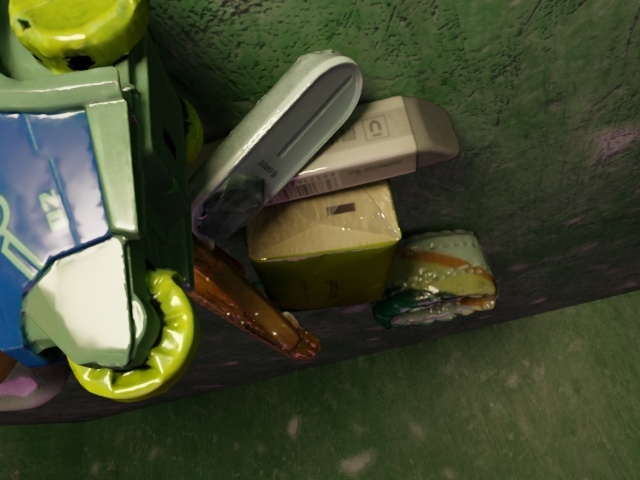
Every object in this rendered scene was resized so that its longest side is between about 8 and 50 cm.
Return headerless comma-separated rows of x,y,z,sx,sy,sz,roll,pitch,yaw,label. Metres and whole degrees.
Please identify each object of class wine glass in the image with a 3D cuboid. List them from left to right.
-0.527,0.201,0.954,0.323,0.238,0.238,-6,159,-34,wine glass

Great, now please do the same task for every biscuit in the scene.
-0.152,0.019,0.658,0.047,0.340,0.216,-48,-170,-13,biscuit
-0.167,0.090,0.812,0.379,0.054,0.094,35,162,-14,biscuit

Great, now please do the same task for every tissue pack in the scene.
0.000,0.000,0.768,0.200,0.167,0.274,-8,159,-2,tissue pack

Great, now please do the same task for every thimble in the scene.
0.246,0.090,1.101,0.288,0.167,0.254,-9,158,-1,thimble

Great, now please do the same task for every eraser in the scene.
-0.005,-0.106,0.617,0.352,0.089,0.061,-13,155,5,eraser

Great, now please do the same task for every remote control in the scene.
-0.053,-0.100,0.527,0.247,0.052,0.104,-46,159,4,remote control

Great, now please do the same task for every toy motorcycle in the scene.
-0.200,-0.037,0.384,0.200,0.326,0.191,-8,157,-1,toy motorcycle

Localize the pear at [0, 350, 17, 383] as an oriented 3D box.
-0.442,0.032,0.496,0.309,0.309,0.309,-9,158,-4,pear
